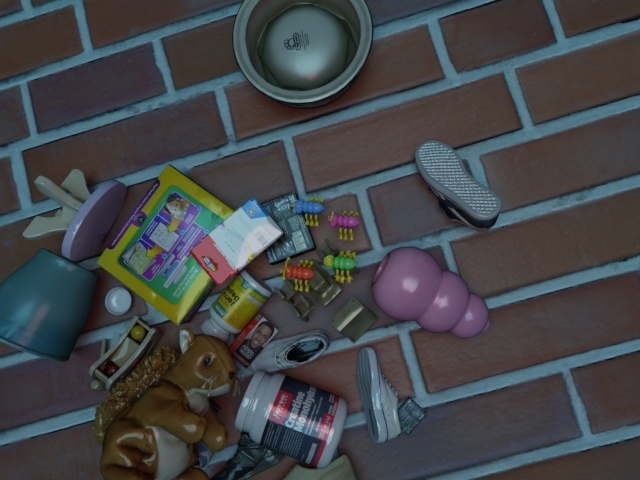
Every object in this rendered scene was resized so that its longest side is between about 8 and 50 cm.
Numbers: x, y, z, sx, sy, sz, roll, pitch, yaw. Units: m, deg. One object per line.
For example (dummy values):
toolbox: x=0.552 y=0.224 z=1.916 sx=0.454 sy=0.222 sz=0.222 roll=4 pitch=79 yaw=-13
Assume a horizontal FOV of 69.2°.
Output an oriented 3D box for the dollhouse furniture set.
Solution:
dollhouse furniture set: x=0.035 y=0.162 z=1.343 sx=0.212 sy=0.161 sz=0.242 roll=-44 pitch=61 yaw=0

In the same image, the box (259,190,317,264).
box: x=-0.110 y=-0.035 z=1.380 sx=0.147 sy=0.077 sz=0.180 roll=-21 pitch=84 yaw=2

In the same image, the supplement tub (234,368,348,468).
supplement tub: x=-0.077 y=0.481 z=1.269 sx=0.272 sy=0.191 sz=0.191 roll=20 pitch=87 yaw=5

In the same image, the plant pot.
plant pot: x=-0.788 y=0.173 z=1.341 sx=0.271 sy=0.272 sz=0.255 roll=25 pitch=74 yaw=7

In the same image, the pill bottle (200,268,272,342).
pill bottle: x=-0.247 y=0.195 z=1.350 sx=0.117 sy=0.117 sz=0.208 roll=41 pitch=90 yaw=7

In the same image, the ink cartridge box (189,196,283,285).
ink cartridge box: x=-0.230 y=0.004 z=1.291 sx=0.231 sy=0.078 sz=0.134 roll=-40 pitch=92 yaw=-4

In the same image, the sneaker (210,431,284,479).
sneaker: x=-0.229 y=0.614 z=1.328 sx=0.227 sy=0.087 sz=0.130 roll=-28 pitch=81 yaw=-1

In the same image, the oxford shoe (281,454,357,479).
oxford shoe: x=-0.076 y=0.718 z=1.302 sx=0.396 sy=0.140 sz=0.147 roll=-19 pitch=52 yaw=8

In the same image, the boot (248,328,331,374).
boot: x=-0.097 y=0.321 z=1.322 sx=0.258 sy=0.123 sz=0.095 roll=-24 pitch=83 yaw=2

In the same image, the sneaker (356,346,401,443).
sneaker: x=0.167 y=0.431 z=1.316 sx=0.091 sy=0.094 sz=0.258 roll=-1 pitch=75 yaw=-27

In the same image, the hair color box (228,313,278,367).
hair color box: x=-0.198 y=0.290 z=1.346 sx=0.141 sy=0.043 sz=0.072 roll=-50 pitch=117 yaw=-14

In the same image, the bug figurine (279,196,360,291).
bug figurine: x=0.000 y=0.000 z=1.273 sx=0.216 sy=0.072 sz=0.279 roll=3 pitch=73 yaw=14

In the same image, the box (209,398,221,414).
box: x=-0.389 y=0.526 z=1.377 sx=0.116 sy=0.029 sz=0.162 roll=38 pitch=90 yaw=6

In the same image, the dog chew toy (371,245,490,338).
dog chew toy: x=0.309 y=0.157 z=1.273 sx=0.331 sy=0.206 sz=0.207 roll=28 pitch=88 yaw=-2

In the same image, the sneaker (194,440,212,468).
sneaker: x=-0.426 y=0.609 z=1.317 sx=0.237 sy=0.086 sz=0.085 roll=-4 pitch=89 yaw=7

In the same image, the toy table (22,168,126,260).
toy table: x=-0.723 y=-0.086 z=1.371 sx=0.160 sy=0.252 sz=0.274 roll=23 pitch=49 yaw=0

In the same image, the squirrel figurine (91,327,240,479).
squirrel figurine: x=-0.399 y=0.402 z=1.215 sx=0.396 sy=0.281 sz=0.371 roll=17 pitch=78 yaw=39

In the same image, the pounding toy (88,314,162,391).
pounding toy: x=-0.604 y=0.329 z=1.351 sx=0.154 sy=0.154 sz=0.270 roll=34 pitch=88 yaw=7

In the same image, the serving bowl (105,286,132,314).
serving bowl: x=-0.617 y=0.186 z=1.429 sx=0.083 sy=0.027 sz=0.084 roll=-1 pitch=84 yaw=5

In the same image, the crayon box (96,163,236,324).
crayon box: x=-0.423 y=0.012 z=1.389 sx=0.313 sy=0.106 sz=0.363 roll=35 pitch=87 yaw=5

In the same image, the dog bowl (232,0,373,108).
dog bowl: x=-0.047 y=-0.582 z=1.391 sx=0.407 sy=0.150 sz=0.409 roll=0 pitch=85 yaw=5

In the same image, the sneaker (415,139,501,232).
sneaker: x=0.381 y=-0.148 z=1.335 sx=0.126 sy=0.127 sz=0.321 roll=-29 pitch=58 yaw=-4

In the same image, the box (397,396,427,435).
box: x=0.252 y=0.502 z=1.327 sx=0.067 sy=0.018 sz=0.083 roll=41 pitch=89 yaw=7
